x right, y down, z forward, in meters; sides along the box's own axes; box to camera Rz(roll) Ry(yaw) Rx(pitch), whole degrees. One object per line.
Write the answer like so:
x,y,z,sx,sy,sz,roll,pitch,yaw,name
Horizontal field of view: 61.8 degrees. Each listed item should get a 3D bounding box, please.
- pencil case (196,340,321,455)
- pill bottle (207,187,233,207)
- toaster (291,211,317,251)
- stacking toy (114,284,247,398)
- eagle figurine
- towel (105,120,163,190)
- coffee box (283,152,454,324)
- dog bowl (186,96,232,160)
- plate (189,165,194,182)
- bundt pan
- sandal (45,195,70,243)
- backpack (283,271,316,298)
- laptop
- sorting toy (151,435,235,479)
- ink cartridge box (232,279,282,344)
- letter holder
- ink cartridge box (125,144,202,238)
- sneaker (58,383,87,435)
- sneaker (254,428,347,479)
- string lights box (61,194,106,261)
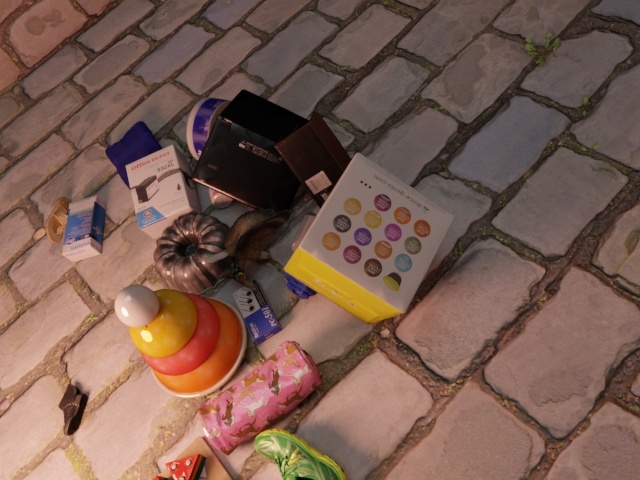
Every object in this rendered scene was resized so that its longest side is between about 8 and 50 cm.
-0.184,0.469,1.608,0.386,0.160,0.167,-37,27,-5,pencil case
-0.406,-0.212,2.130,0.087,0.087,0.160,-25,56,2,pill bottle
0.000,0.000,1.848,0.227,0.129,0.146,18,69,24,toaster
-0.462,0.253,1.630,0.350,0.480,0.351,-8,57,13,stacking toy
-0.243,0.007,1.871,0.226,0.225,0.298,18,87,19,eagle figurine
-0.805,-0.371,2.370,0.227,0.076,0.308,-41,57,0,towel
0.128,0.015,1.598,0.337,0.338,0.334,33,72,-2,coffee box
-0.418,-0.439,2.163,0.104,0.265,0.265,13,65,23,dog bowl
-0.607,-0.243,2.252,0.188,0.024,0.188,-8,59,13,plate
-0.477,0.034,1.984,0.330,0.124,0.331,-9,58,14,bundt pan
-1.099,-0.102,2.287,0.079,0.088,0.240,-17,51,15,sandal
-0.069,0.131,1.809,0.120,0.098,0.101,36,80,31,backpack
-0.228,-0.342,2.084,0.382,0.236,0.408,25,95,-3,laptop
-0.387,0.746,1.546,0.255,0.089,0.257,-44,57,-10,sorting toy
-0.216,0.241,1.821,0.097,0.046,0.207,-31,56,0,ink cartridge box
0.002,-0.289,1.927,0.152,0.302,0.214,-30,20,22,letter holder
-0.626,-0.195,2.137,0.223,0.129,0.307,-23,66,5,ink cartridge box
-0.856,0.577,1.825,0.089,0.051,0.170,-1,55,17,sneaker
-0.072,0.627,1.489,0.295,0.109,0.123,19,41,26,sneaker
-0.982,-0.051,2.225,0.133,0.077,0.260,-15,57,10,string lights box
